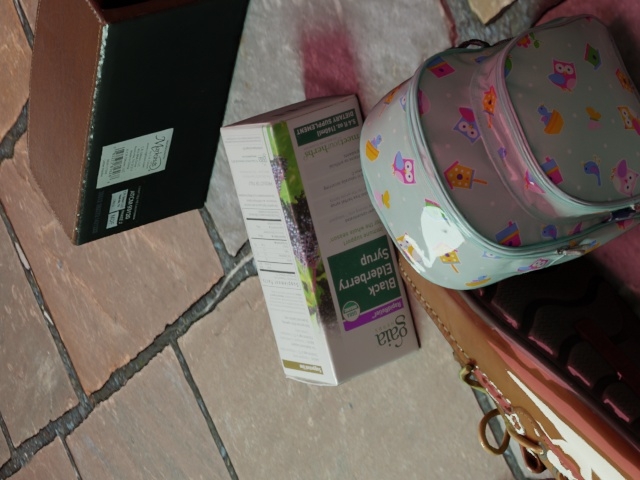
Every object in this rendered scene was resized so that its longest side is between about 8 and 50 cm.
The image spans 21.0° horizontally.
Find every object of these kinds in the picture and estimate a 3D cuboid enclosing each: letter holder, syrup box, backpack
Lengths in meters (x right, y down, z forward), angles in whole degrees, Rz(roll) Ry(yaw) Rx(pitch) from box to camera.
[{"bbox_3d":[-0.206,-0.185,1.682,0.214,0.152,0.302,54,147,29],"label":"letter holder"},{"bbox_3d":[0.000,0.000,1.504,0.096,0.093,0.237,1,109,59],"label":"syrup box"},{"bbox_3d":[0.128,-0.059,1.156,0.144,0.188,0.166,-32,79,60],"label":"backpack"}]

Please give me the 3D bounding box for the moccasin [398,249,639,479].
[{"bbox_3d":[0.188,0.122,1.240,0.380,0.139,0.147,43,133,24],"label":"moccasin"}]

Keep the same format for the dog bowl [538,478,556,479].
[{"bbox_3d":[0.205,0.371,1.384,0.349,0.102,0.349,36,137,43],"label":"dog bowl"}]
